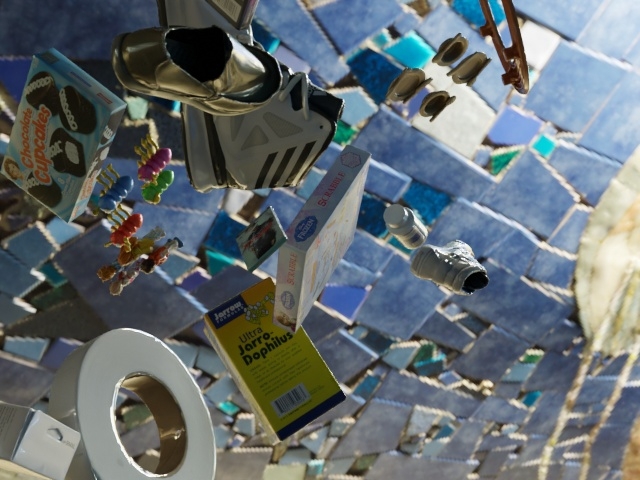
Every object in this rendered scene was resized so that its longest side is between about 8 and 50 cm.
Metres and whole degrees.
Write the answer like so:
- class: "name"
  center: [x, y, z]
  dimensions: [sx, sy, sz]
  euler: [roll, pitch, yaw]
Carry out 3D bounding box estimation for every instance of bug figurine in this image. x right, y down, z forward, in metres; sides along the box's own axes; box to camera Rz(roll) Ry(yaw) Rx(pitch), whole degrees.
- class: "bug figurine"
  center: [-0.381, -0.094, 1.599]
  dimensions: [0.072, 0.279, 0.216]
  euler: [34, 70, 6]

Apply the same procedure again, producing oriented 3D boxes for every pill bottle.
- class: "pill bottle"
  center: [0.183, -0.032, 1.688]
  dimensions: [0.067, 0.067, 0.120]
  euler: [54, 8, 36]

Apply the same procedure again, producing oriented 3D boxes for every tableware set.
- class: "tableware set"
  center: [0.181, -0.245, 1.167]
  dimensions: [0.169, 0.141, 0.020]
  euler: [14, 39, -54]

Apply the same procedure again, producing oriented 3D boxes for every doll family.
- class: "doll family"
  center: [-0.493, 0.047, 2.006]
  dimensions: [0.118, 0.263, 0.163]
  euler: [53, 42, -8]

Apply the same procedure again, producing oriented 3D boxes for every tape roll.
- class: "tape roll"
  center: [-0.342, 0.356, 1.460]
  dimensions: [0.392, 0.072, 0.392]
  euler: [49, 26, -34]

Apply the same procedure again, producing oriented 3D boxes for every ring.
- class: "ring"
  center: [0.281, -0.401, 1.296]
  dimensions: [0.336, 0.032, 0.336]
  euler: [-18, 90, -80]

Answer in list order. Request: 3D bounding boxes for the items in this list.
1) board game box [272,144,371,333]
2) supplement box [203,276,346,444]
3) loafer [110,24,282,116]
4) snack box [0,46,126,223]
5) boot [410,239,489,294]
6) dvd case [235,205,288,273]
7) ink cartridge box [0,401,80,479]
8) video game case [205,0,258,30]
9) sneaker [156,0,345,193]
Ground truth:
- class: "board game box"
  center: [0.000, 0.000, 1.729]
  dimensions: [0.066, 0.318, 0.318]
  euler: [25, 53, 12]
- class: "supplement box"
  center: [-0.121, 0.303, 1.933]
  dimensions: [0.195, 0.194, 0.356]
  euler: [-30, 80, -16]
- class: "loafer"
  center: [-0.128, -0.207, 0.939]
  dimensions: [0.251, 0.087, 0.094]
  euler: [-7, 90, -50]
- class: "snack box"
  center: [-0.525, -0.204, 1.562]
  dimensions: [0.187, 0.322, 0.060]
  euler: [37, 39, 2]
- class: "boot"
  center: [0.287, 0.066, 1.578]
  dimensions: [0.123, 0.095, 0.258]
  euler: [30, 18, 27]
- class: "dvd case"
  center: [-0.102, -0.003, 1.316]
  dimensions: [0.013, 0.087, 0.119]
  euler: [43, 10, -29]
- class: "ink cartridge box"
  center: [-0.510, 0.309, 1.220]
  dimensions: [0.203, 0.148, 0.085]
  euler: [5, 63, 21]
- class: "video game case"
  center: [-0.114, -0.412, 0.890]
  dimensions: [0.196, 0.274, 0.026]
  euler: [45, 46, 15]
- class: "sneaker"
  center: [-0.091, -0.278, 1.187]
  dimensions: [0.258, 0.447, 0.169]
  euler: [1, 35, 7]
